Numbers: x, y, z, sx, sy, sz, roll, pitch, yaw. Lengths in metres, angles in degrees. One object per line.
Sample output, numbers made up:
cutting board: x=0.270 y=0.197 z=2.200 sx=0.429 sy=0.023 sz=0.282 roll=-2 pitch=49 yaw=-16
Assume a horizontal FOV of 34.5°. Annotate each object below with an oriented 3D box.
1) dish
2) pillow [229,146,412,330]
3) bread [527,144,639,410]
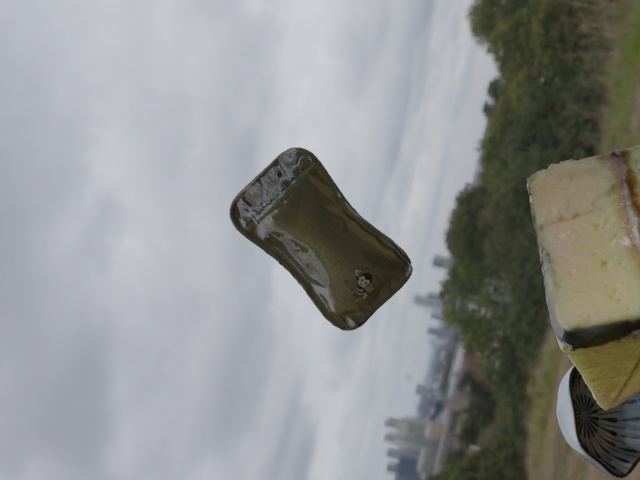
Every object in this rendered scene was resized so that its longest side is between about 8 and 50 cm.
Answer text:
dish: x=0.397 y=0.254 z=1.502 sx=0.066 sy=0.191 sz=0.190 roll=-24 pitch=38 yaw=46
pillow: x=0.000 y=0.000 z=1.229 sx=0.130 sy=0.217 sz=0.033 roll=-43 pitch=2 yaw=-1
bread: x=0.297 y=0.037 z=0.932 sx=0.264 sy=0.163 sz=0.167 roll=44 pitch=-146 yaw=-60
